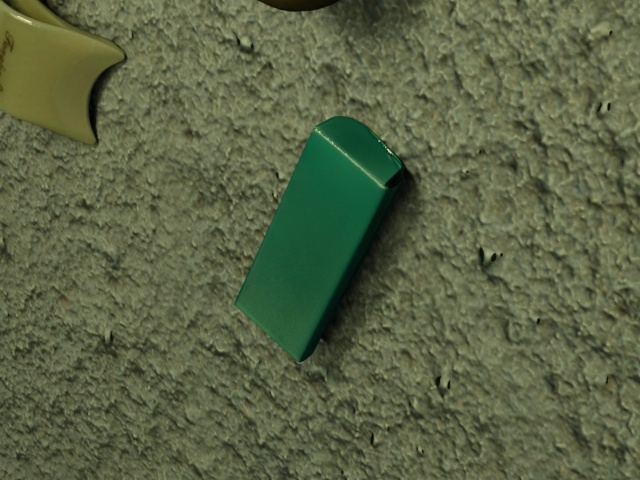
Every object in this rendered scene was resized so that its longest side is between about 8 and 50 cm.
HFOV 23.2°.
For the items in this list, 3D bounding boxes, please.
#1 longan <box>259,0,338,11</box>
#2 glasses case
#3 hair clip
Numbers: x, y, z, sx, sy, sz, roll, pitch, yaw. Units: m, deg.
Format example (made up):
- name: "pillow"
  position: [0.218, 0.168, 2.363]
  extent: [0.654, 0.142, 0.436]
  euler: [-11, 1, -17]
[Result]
- name: "longan"
  position: [-0.013, -0.328, 1.601]
  extent: [0.204, 0.159, 0.184]
  euler: [9, 107, 37]
- name: "glasses case"
  position: [0.002, 0.001, 1.809]
  extent: [0.117, 0.070, 0.301]
  euler: [42, 132, 17]
- name: "hair clip"
  position: [-0.402, -0.263, 2.072]
  extent: [0.282, 0.113, 0.172]
  euler: [47, 135, 20]
